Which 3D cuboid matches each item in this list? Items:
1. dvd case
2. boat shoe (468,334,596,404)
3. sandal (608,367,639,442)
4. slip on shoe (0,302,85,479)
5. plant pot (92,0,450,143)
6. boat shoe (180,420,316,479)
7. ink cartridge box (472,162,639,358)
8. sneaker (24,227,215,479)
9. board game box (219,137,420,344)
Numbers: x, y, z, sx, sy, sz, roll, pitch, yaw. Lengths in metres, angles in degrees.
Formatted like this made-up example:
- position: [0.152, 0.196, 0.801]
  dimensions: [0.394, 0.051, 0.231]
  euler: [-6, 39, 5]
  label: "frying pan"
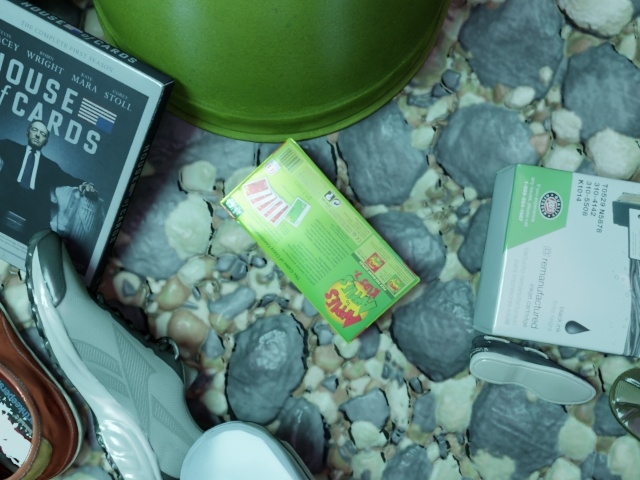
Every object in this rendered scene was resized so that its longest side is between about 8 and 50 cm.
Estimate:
- position: [-0.252, -0.079, 0.671]
  dimensions: [0.179, 0.029, 0.238]
  euler: [28, 116, 1]
  label: "dvd case"
- position: [0.204, 0.124, 0.719]
  dimensions: [0.125, 0.038, 0.046]
  euler: [14, 131, 0]
  label: "boat shoe"
- position: [0.368, 0.212, 0.714]
  dimensions: [0.219, 0.060, 0.090]
  euler: [40, 82, 15]
  label: "sandal"
- position: [-0.353, 0.094, 0.680]
  dimensions: [0.123, 0.101, 0.331]
  euler: [-43, 88, 0]
  label: "slip on shoe"
- position: [-0.045, -0.284, 0.572]
  dimensions: [0.366, 0.353, 0.366]
  euler: [0, 89, -1]
  label: "plant pot"
- position: [0.003, 0.327, 0.647]
  dimensions: [0.136, 0.156, 0.367]
  euler: [-34, 76, 2]
  label: "boat shoe"
- position: [0.269, 0.025, 0.696]
  dimensions: [0.219, 0.092, 0.160]
  euler: [9, 88, 0]
  label: "ink cartridge box"
- position: [-0.184, 0.107, 0.684]
  dimensions: [0.108, 0.100, 0.271]
  euler: [-30, 103, -15]
  label: "sneaker"
- position: [0.000, 0.000, 0.713]
  dimensions: [0.092, 0.043, 0.181]
  euler: [-42, 89, 4]
  label: "board game box"
